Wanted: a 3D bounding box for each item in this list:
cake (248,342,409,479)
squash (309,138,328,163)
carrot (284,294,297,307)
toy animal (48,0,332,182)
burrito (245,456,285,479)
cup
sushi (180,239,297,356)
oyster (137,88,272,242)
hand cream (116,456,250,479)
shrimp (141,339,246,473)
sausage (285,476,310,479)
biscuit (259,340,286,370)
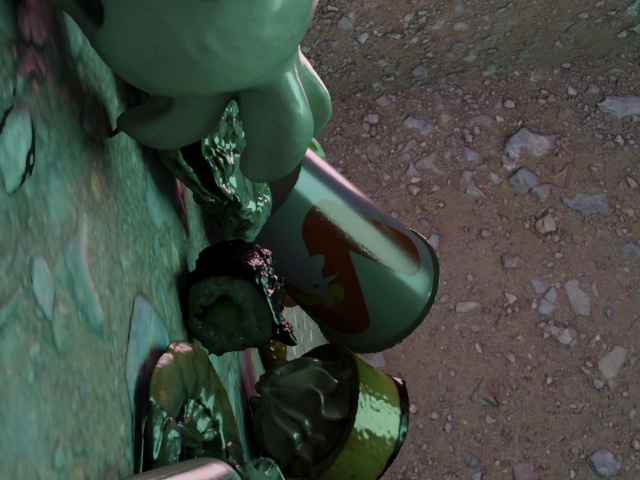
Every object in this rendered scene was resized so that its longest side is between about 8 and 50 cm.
[{"bbox_3d":[-0.011,0.212,0.982,0.178,0.185,0.208,41,38,-22],"label":"cake"},{"bbox_3d":[-0.120,-0.099,1.132,0.260,0.189,0.189,26,-45,48],"label":"squash"},{"bbox_3d":[-0.081,0.038,1.318,0.257,0.061,0.061,63,16,-48],"label":"carrot"},{"bbox_3d":[-0.078,-0.199,0.453,0.247,0.182,0.310,66,16,-82],"label":"toy animal"},{"bbox_3d":[-0.065,0.253,0.690,0.203,0.064,0.064,-76,158,-79],"label":"burrito"},{"bbox_3d":[0.000,0.000,0.968,0.288,0.203,0.203,43,30,-44],"label":"cup"},{"bbox_3d":[-0.073,0.051,0.714,0.084,0.098,0.094,-88,172,-73],"label":"sushi"},{"bbox_3d":[-0.097,-0.133,0.690,0.268,0.112,0.199,84,-1,-61],"label":"oyster"},{"bbox_3d":[-0.092,0.152,0.385,0.234,0.050,0.080,17,63,-73],"label":"hand cream"},{"bbox_3d":[-0.091,0.173,0.552,0.150,0.051,0.217,63,14,-64],"label":"shrimp"},{"bbox_3d":[-0.008,0.468,0.914,0.094,0.094,0.419,-37,124,-53],"label":"sausage"},{"bbox_3d":[-0.078,0.120,1.210,0.228,0.031,0.176,70,13,-76],"label":"biscuit"}]
